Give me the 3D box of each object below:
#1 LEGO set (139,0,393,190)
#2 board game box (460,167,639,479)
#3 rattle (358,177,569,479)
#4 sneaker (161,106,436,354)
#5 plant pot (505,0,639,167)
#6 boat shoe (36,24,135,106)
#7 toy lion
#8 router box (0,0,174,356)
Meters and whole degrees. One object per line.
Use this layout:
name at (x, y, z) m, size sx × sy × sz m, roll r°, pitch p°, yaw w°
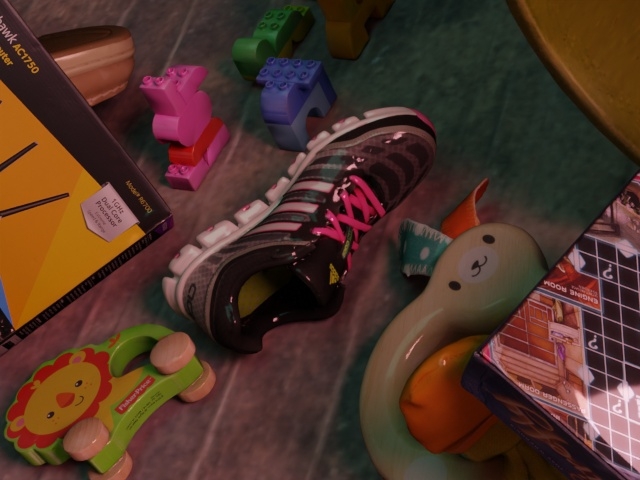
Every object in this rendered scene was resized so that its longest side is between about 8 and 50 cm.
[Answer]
LEGO set at (-0.022, -0.142, 0.847) m, size 0.087 × 0.093 × 0.227 m, roll 8°, pitch 54°, yaw 32°
board game box at (0.194, 0.067, 0.492) m, size 0.243 × 0.042 × 0.165 m, roll 41°, pitch 72°, yaw 10°
rattle at (0.052, 0.020, 0.632) m, size 0.130 × 0.143 × 0.199 m, roll -29°, pitch 46°, yaw 34°
sneaker at (0.000, 0.000, 0.729) m, size 0.170 × 0.063 × 0.075 m, roll -37°, pitch 44°, yaw -2°
plant pot at (0.301, -0.209, 0.542) m, size 0.366 × 0.366 × 0.353 m, roll 14°, pitch 59°, yaw 35°
boat shoe at (-0.243, -0.055, 0.897) m, size 0.285 × 0.089 × 0.104 m, roll -24°, pitch 18°, yaw 2°
toy lion at (-0.118, 0.081, 0.737) m, size 0.100 × 0.034 × 0.096 m, roll -45°, pitch 38°, yaw -17°
router box at (-0.190, -0.041, 0.801) m, size 0.133 × 0.046 × 0.179 m, roll -38°, pitch 84°, yaw -10°
